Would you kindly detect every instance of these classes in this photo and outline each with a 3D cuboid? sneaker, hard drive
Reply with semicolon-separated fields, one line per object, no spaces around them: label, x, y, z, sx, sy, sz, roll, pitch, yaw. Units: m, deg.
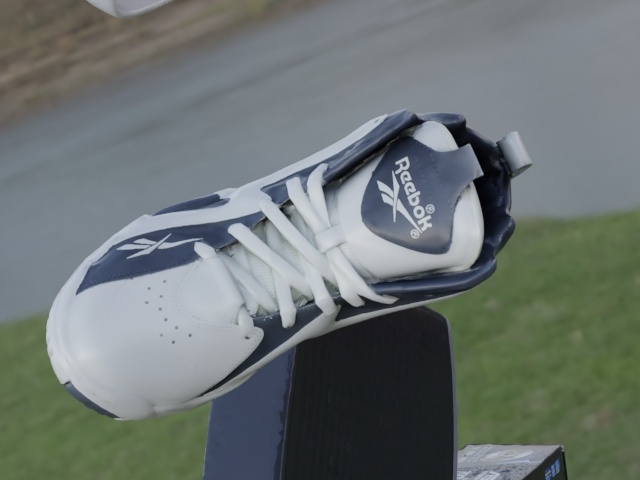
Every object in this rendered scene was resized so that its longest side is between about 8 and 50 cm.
sneaker;0.000;0.000;0.850;0.235;0.094;0.153;-13;-13;-36
hard drive;0.010;0.134;1.080;0.054;0.255;0.172;-17;-33;39

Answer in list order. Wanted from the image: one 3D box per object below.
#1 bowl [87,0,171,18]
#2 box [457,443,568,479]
bowl;-0.066;-0.173;0.789;0.053;0.142;0.142;21;31;17
box;0.106;0.230;1.277;0.077;0.147;0.180;-3;9;28
